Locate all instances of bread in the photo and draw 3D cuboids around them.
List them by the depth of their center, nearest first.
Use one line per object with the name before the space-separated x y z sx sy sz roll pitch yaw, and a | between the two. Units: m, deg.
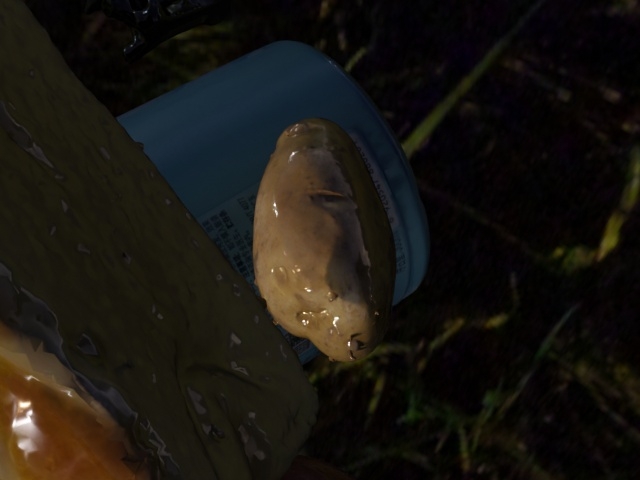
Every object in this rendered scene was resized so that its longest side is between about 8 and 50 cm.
bread | -0.250 0.100 0.889 0.371 0.279 0.390 -30 105 18

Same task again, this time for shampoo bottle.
shampoo bottle | -0.105 -0.004 1.614 0.342 0.331 0.331 -30 70 -21

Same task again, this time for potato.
potato | -0.002 -0.001 1.384 0.128 0.161 0.235 -16 84 16

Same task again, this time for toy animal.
toy animal | -0.153 -0.244 1.118 0.121 0.117 0.210 -32 97 -37

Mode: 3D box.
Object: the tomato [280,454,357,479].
tomato | -0.032 0.357 1.558 0.264 0.265 0.265 3 63 -5
